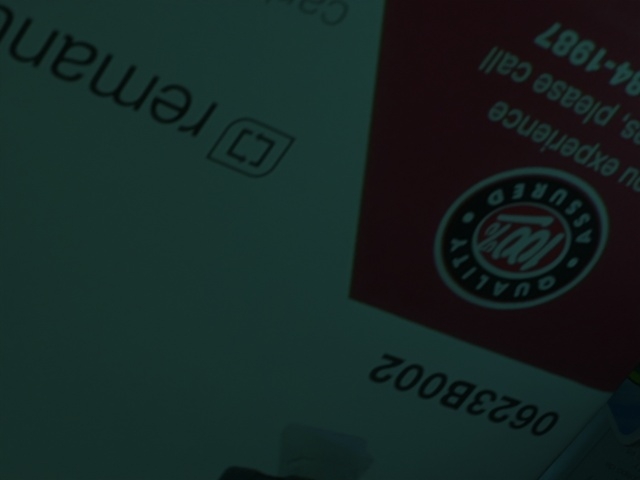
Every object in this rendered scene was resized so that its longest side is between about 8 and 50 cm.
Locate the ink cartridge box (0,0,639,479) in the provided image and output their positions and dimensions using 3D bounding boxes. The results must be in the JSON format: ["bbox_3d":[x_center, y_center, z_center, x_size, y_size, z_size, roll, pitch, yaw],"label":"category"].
[{"bbox_3d":[-0.109,0.028,0.439,0.385,0.279,0.160,-53,37,21],"label":"ink cartridge box"}]

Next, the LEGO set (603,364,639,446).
[{"bbox_3d":[0.130,0.042,0.372,0.182,0.060,0.244,-42,52,36],"label":"LEGO set"}]

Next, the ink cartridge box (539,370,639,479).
[{"bbox_3d":[0.079,0.032,0.592,0.224,0.045,0.223,-53,15,29],"label":"ink cartridge box"}]
